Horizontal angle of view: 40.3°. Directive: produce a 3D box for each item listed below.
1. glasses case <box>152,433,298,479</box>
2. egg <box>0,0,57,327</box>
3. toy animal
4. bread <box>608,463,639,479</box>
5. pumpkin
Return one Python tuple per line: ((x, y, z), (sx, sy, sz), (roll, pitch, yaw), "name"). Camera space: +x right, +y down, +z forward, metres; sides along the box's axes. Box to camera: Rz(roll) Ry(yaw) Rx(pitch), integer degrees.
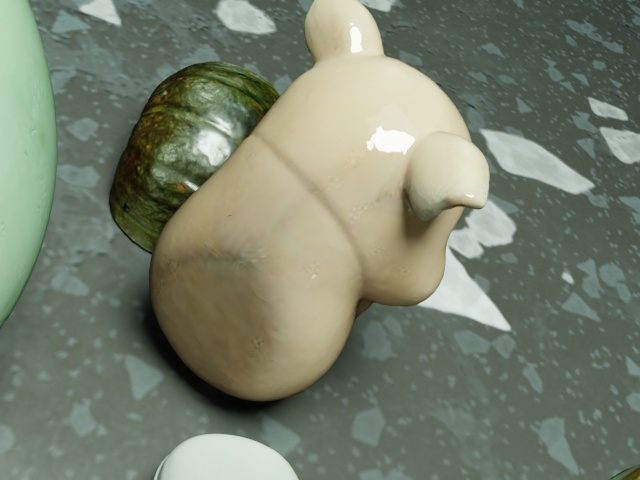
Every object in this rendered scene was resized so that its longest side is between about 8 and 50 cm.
((-0.055, 0.211, 0.456), (0.092, 0.059, 0.234), (13, 47, -16), "glasses case")
((-0.281, -0.081, 0.433), (0.276, 0.276, 0.389), (-11, 54, -36), "egg")
((-0.009, -0.007, 0.539), (0.166, 0.250, 0.154), (47, 29, 16), "toy animal")
((0.157, 0.228, 0.395), (0.341, 0.301, 0.210), (-20, 62, -35), "bread")
((-0.082, -0.080, 0.673), (0.118, 0.108, 0.184), (20, 43, -5), "pumpkin")
